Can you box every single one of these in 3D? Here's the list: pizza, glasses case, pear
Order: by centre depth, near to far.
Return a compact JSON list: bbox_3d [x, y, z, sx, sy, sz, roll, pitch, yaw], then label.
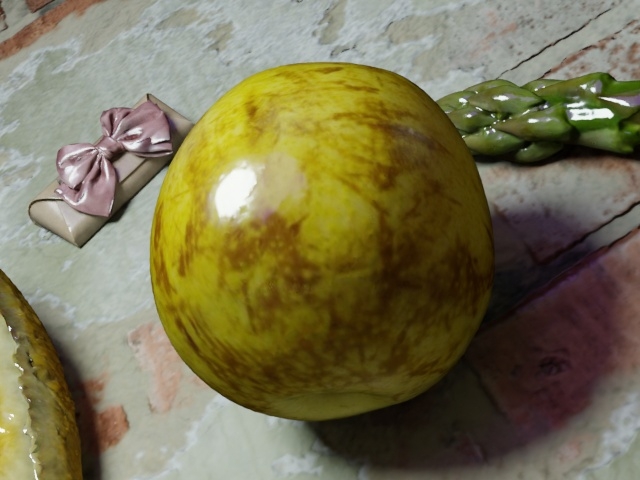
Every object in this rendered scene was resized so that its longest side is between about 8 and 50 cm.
[{"bbox_3d":[0.000,0.000,1.062,0.281,0.280,0.280,-21,38,17],"label":"pear"},{"bbox_3d":[-0.403,0.211,1.253,0.406,0.130,0.440,-32,46,2],"label":"pizza"},{"bbox_3d":[-0.220,-0.082,1.497,0.193,0.070,0.102,-46,39,-16],"label":"glasses case"}]

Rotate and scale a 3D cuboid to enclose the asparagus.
[{"bbox_3d":[0.191,-0.104,1.203,0.287,0.080,0.080,2,49,40],"label":"asparagus"}]
